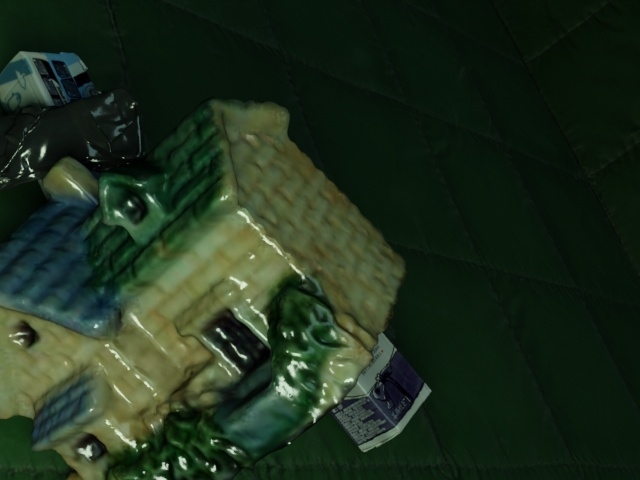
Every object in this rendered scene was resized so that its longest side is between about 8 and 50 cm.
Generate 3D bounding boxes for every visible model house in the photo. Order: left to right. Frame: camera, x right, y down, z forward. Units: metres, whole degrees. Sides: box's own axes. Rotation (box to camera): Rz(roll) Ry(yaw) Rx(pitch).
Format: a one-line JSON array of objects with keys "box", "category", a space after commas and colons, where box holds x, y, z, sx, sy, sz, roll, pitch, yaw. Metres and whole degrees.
[{"box": [-0.194, 0.058, 1.317, 0.400, 0.445, 0.395, 50, 31, -9], "category": "model house"}]

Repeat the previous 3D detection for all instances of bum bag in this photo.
[{"box": [-0.370, -0.140, 1.524, 0.060, 0.248, 0.123, 98, -21, -72], "category": "bum bag"}]

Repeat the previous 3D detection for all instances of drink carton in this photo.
[{"box": [0.062, 0.220, 1.826, 0.222, 0.102, 0.134, 51, 42, -3], "category": "drink carton"}]

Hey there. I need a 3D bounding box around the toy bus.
[{"box": [-0.370, -0.144, 1.636, 0.131, 0.106, 0.297, -2, 58, -53], "category": "toy bus"}]
